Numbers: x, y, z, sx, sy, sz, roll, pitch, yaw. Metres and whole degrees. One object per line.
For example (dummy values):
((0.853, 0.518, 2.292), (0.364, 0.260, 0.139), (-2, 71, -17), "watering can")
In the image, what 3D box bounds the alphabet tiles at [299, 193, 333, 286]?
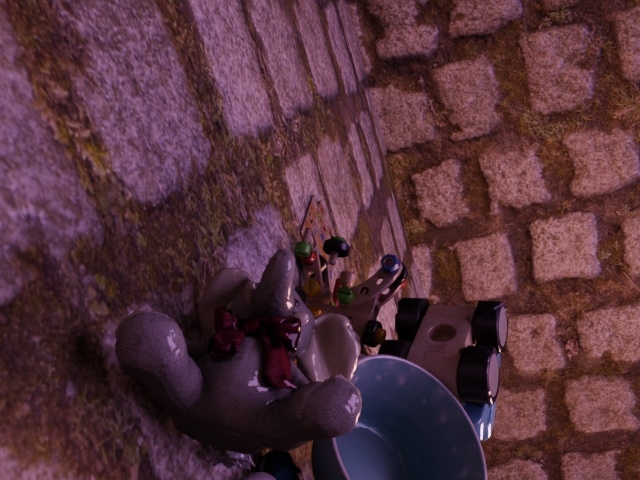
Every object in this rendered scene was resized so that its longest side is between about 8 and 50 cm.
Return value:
((0.000, 0.000, 1.598), (0.237, 0.009, 0.198), (-74, 148, -57), "alphabet tiles")

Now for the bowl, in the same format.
((0.107, 0.368, 1.030), (0.311, 0.163, 0.311), (23, 41, -22), "bowl")

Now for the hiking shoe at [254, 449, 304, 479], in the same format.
((-0.004, 0.436, 0.918), (0.113, 0.132, 0.304), (47, 10, -44), "hiking shoe")

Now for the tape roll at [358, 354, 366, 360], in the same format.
((0.120, 0.364, 1.382), (0.219, 0.219, 0.072), (-75, -169, -58), "tape roll")

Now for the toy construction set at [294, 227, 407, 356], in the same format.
((0.048, 0.157, 1.383), (0.309, 0.257, 0.237), (98, 6, -69), "toy construction set")

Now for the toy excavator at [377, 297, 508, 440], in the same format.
((0.263, 0.396, 1.242), (0.433, 0.222, 0.445), (-54, 135, -50), "toy excavator")

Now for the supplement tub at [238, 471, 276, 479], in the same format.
((-0.104, 0.375, 0.864), (0.107, 0.071, 0.071), (25, 55, -69), "supplement tub")

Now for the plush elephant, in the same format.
((-0.079, 0.136, 0.804), (0.330, 0.271, 0.255), (104, 3, -54), "plush elephant")

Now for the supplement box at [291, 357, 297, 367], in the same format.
((-0.059, 0.248, 1.095), (0.233, 0.078, 0.080), (-6, 84, -74), "supplement box")
